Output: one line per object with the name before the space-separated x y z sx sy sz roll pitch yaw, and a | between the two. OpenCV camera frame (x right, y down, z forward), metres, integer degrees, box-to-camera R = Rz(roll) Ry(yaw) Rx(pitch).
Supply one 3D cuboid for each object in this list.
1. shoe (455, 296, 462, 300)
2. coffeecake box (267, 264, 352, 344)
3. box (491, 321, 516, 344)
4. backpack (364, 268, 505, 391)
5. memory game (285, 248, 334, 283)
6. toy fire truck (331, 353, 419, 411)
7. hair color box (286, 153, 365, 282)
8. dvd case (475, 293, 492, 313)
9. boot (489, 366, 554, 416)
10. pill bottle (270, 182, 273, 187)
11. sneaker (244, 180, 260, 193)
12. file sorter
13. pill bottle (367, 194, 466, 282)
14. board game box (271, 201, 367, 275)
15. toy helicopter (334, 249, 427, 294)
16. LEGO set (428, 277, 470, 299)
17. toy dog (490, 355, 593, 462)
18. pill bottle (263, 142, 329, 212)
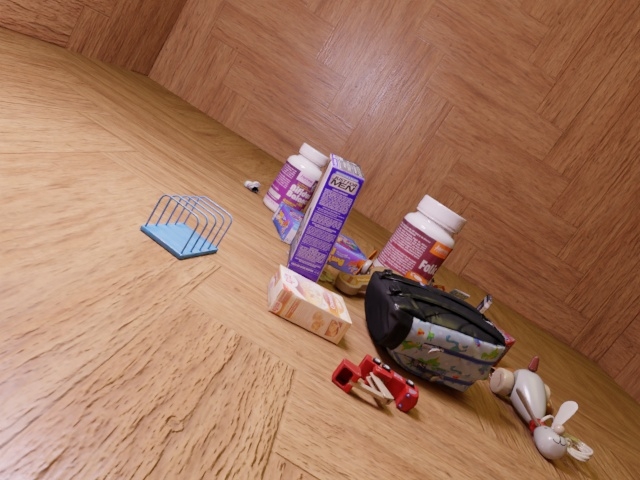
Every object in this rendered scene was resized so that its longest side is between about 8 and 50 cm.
shoe | 0.482 0.260 1.862 0.178 0.063 0.081 -15 -28 39
coffeecake box | -0.030 0.150 1.146 0.186 0.068 0.142 29 13 -16
box | 0.590 0.372 1.714 0.123 0.128 0.257 40 13 29
backpack | 0.307 0.245 1.283 0.356 0.273 0.290 8 14 -9
memory game | -0.032 0.081 1.551 0.186 0.012 0.186 31 12 -7
toy fire truck | 0.119 0.298 0.991 0.192 0.047 0.135 34 12 1
hair color box | 0.010 -0.069 1.412 0.110 0.338 0.185 23 19 -8
dvd case | 0.508 0.281 1.640 0.018 0.221 0.164 39 13 14
boot | 0.643 0.489 1.558 0.153 0.072 0.197 17 20 -29
pill bottle | -0.192 -0.228 2.241 0.067 0.067 0.120 27 13 -25
sneaker | -0.280 -0.226 2.090 0.069 0.038 0.098 40 23 23
file sorter | -0.302 -0.039 1.115 0.118 0.104 0.170 35 12 11
pill bottle | 0.380 0.033 1.885 0.224 0.392 0.224 31 12 -8
board game box | 0.000 0.000 1.799 0.347 0.078 0.233 28 13 -23
toy helicopter | 0.175 0.131 1.623 0.355 0.140 0.235 5 34 -45
LEGO set | 0.491 0.234 2.079 0.245 0.060 0.182 27 -30 -8
toy dog | 0.628 0.452 1.370 0.220 0.160 0.333 12 18 -22
pill bottle | -0.094 -0.245 1.991 0.169 0.301 0.169 31 12 -7
